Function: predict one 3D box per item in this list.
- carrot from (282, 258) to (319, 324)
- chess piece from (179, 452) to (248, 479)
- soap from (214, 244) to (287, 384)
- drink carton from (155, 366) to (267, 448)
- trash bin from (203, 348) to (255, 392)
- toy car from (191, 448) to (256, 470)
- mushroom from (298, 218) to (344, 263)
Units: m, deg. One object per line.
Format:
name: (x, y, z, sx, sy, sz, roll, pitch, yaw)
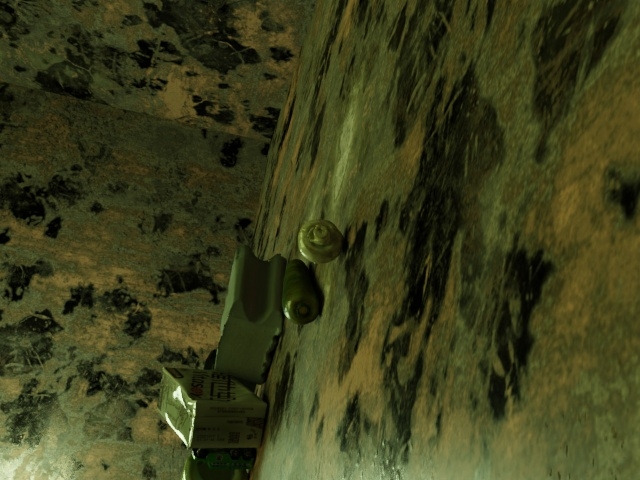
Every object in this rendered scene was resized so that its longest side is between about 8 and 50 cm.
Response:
carrot: (-0.048, 0.097, 1.645, 0.358, 0.074, 0.074, -110, 33, -77)
chess piece: (-0.334, 0.753, 2.182, 0.234, 0.234, 0.442, -86, 17, -45)
soap: (-0.193, 0.208, 2.191, 0.302, 0.159, 0.257, -87, 10, -53)
drink carton: (-0.294, 0.434, 2.066, 0.325, 0.194, 0.131, 16, 99, 63)
trash bin: (-0.289, 0.419, 2.499, 0.225, 0.165, 0.114, -150, 71, -84)
toy car: (-0.251, 0.554, 2.031, 0.071, 0.165, 0.062, -135, 52, -74)
mushroom: (0.000, 0.000, 1.401, 0.067, 0.084, 0.083, 87, -170, -65)
